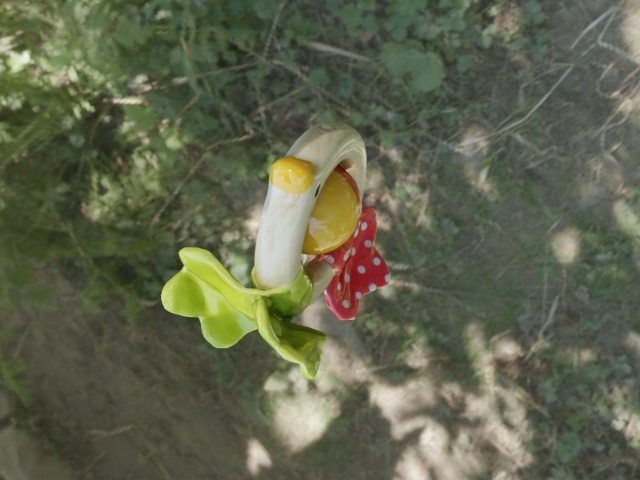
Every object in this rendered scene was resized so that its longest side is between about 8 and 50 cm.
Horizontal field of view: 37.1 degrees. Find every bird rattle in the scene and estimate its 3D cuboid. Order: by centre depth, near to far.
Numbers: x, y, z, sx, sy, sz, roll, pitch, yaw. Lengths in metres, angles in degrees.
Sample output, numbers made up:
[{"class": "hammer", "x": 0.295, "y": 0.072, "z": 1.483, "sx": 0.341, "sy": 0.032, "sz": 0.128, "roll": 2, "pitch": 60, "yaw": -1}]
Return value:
[{"class": "bird rattle", "x": 0.000, "y": 0.000, "z": 0.816, "sx": 0.143, "sy": 0.253, "sz": 0.207, "roll": 26, "pitch": 120, "yaw": 24}]
